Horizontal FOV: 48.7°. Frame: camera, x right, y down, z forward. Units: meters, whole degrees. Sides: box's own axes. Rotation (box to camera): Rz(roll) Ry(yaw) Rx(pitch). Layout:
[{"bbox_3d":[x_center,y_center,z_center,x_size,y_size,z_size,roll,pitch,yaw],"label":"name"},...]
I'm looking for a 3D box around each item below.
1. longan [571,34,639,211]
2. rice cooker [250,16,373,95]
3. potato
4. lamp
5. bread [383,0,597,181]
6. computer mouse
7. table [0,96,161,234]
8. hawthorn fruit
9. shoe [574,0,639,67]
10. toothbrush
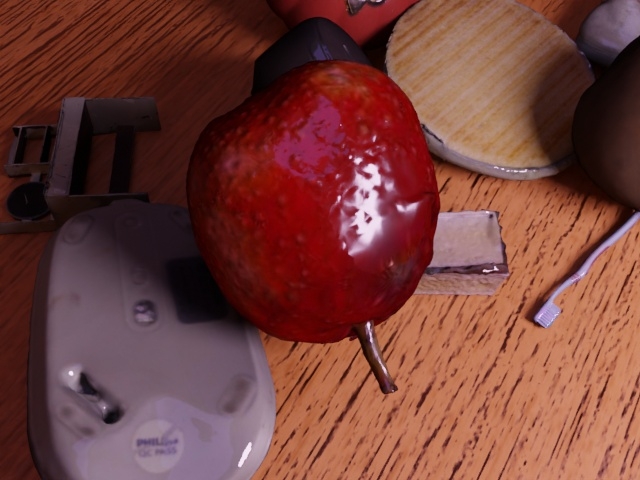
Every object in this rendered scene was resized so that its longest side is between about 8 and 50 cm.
[{"bbox_3d":[0.366,-0.120,0.714,0.212,0.198,0.198,-26,57,-19],"label":"longan"},{"bbox_3d":[0.004,-0.153,0.748,0.118,0.203,0.142,-29,84,12],"label":"rice cooker"},{"bbox_3d":[0.116,0.013,0.697,0.122,0.061,0.086,-2,54,2],"label":"potato"},{"bbox_3d":[0.035,-0.345,0.866,0.226,0.227,0.227,-1,53,1],"label":"lamp"},{"bbox_3d":[0.197,-0.181,0.820,0.266,0.040,0.267,4,63,-8],"label":"bread"},{"bbox_3d":[-0.152,0.092,0.624,0.197,0.095,0.331,0,43,-19],"label":"computer mouse"},{"bbox_3d":[-0.270,-0.086,0.778,0.175,0.063,0.146,-3,54,-4],"label":"table"},{"bbox_3d":[0.000,0.000,0.582,0.210,0.230,0.266,-12,80,-21],"label":"hawthorn fruit"},{"bbox_3d":[0.430,-0.304,0.901,0.251,0.100,0.103,-34,60,-25],"label":"shoe"},{"bbox_3d":[0.275,0.023,0.713,0.019,0.013,0.193,41,64,19],"label":"toothbrush"}]
